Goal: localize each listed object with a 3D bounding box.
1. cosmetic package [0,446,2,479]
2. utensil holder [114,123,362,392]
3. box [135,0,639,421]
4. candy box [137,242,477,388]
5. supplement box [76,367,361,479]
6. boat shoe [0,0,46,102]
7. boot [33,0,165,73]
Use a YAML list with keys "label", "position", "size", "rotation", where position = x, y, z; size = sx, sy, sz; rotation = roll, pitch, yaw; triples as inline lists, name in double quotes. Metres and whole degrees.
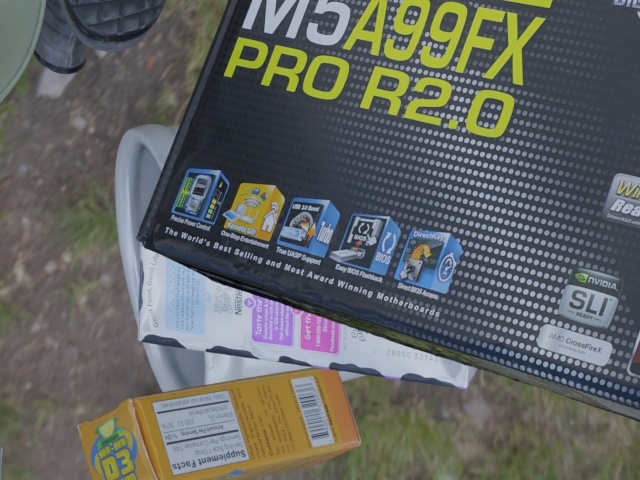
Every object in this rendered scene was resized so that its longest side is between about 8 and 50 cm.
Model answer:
- label: "cosmetic package"
  position: [-0.510, 0.272, 1.860]
  size: [0.127, 0.107, 0.238]
  rotation: [-34, 132, 26]
- label: "utensil holder"
  position: [0.000, 0.000, 1.734]
  size: [0.386, 0.327, 0.327]
  rotation: [-13, 112, -19]
- label: "box"
  position: [0.078, -0.058, 0.617]
  size: [0.270, 0.060, 0.216]
  rotation: [17, 84, 33]
- label: "candy box"
  position: [0.011, 0.018, 0.935]
  size: [0.196, 0.165, 0.070]
  rotation: [7, 107, 15]
- label: "supplement box"
  position: [-0.077, 0.155, 1.248]
  size: [0.078, 0.233, 0.080]
  rotation: [-29, 71, 40]
- label: "boat shoe"
  position: [-0.274, -0.113, 1.137]
  size: [0.069, 0.081, 0.227]
  rotation: [26, 92, 28]
- label: "boot"
  position: [-0.249, -0.256, 1.648]
  size: [0.118, 0.338, 0.222]
  rotation: [2, 135, -20]
